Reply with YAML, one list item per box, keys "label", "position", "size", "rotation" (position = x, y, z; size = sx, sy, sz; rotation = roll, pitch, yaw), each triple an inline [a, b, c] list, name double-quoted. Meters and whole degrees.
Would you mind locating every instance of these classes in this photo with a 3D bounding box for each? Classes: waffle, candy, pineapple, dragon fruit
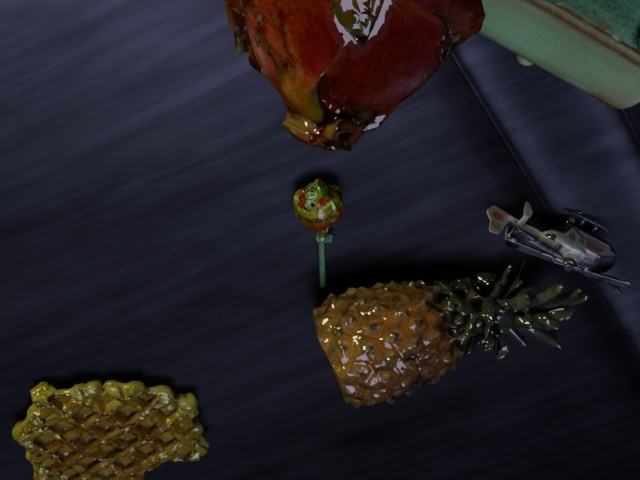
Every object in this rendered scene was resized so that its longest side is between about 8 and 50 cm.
- label: "waffle"
  position: [-0.299, 0.288, 1.709]
  size: [0.291, 0.051, 0.291]
  rotation: [-4, 135, -4]
- label: "candy"
  position: [0.000, 0.000, 1.463]
  size: [0.060, 0.060, 0.201]
  rotation: [-5, 144, -1]
- label: "pineapple"
  position: [0.168, 0.103, 1.518]
  size: [0.340, 0.169, 0.169]
  rotation: [-17, 135, 1]
- label: "dragon fruit"
  position: [0.029, -0.240, 1.083]
  size: [0.250, 0.250, 0.315]
  rotation: [-6, 95, -1]

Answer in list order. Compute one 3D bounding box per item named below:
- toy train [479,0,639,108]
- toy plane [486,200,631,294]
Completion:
- label: "toy train"
  position: [0.264, -0.233, 1.216]
  size: [0.285, 0.116, 0.177]
  rotation: [22, 141, -27]
- label: "toy plane"
  position: [0.294, 0.000, 1.471]
  size: [0.197, 0.078, 0.053]
  rotation: [25, 131, -9]
